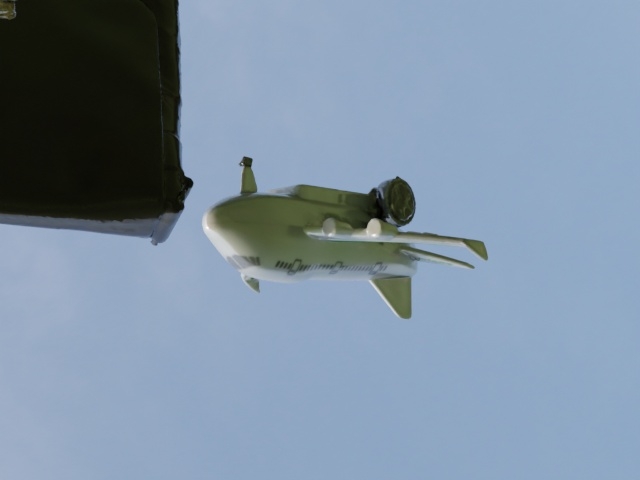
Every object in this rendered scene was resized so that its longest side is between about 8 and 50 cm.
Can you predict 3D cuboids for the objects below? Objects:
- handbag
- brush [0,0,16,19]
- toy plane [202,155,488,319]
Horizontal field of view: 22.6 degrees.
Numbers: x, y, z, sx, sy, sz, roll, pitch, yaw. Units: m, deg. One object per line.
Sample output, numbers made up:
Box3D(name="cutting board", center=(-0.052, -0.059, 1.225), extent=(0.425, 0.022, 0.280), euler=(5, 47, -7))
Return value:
Box3D(name="handbag", center=(-0.208, -0.102, 1.007), extent=(0.247, 0.080, 0.223), euler=(5, -121, -16))
Box3D(name="brush", center=(-0.205, -0.151, 0.813), extent=(0.164, 0.014, 0.051), euler=(20, -111, -63))
Box3D(name="toy plane", center=(0.001, -0.005, 1.294), extent=(0.255, 0.251, 0.101), euler=(18, -110, -45))
